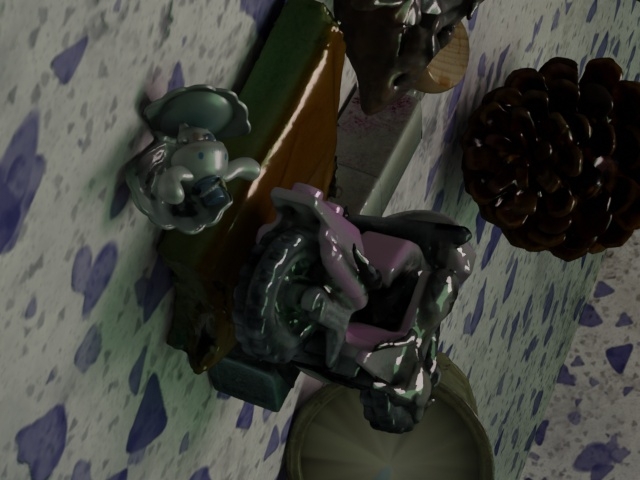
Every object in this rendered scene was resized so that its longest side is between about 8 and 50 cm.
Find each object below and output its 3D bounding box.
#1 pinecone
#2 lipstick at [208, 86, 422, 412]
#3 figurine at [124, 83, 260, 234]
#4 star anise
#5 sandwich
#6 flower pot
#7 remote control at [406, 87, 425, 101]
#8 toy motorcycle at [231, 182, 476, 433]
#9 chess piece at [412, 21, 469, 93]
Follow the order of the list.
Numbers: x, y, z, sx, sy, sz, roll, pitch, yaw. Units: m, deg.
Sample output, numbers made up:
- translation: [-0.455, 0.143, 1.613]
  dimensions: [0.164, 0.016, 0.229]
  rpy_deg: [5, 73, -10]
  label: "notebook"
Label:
- translation: [0.279, -0.097, 2.046]
  dimensions: [0.292, 0.246, 0.246]
  rpy_deg: [-3, 111, -63]
  label: "pinecone"
- translation: [0.000, 0.000, 1.564]
  dimensions: [0.068, 0.066, 0.317]
  rpy_deg: [83, 30, -54]
  label: "lipstick"
- translation: [-0.085, -0.052, 1.219]
  dimensions: [0.082, 0.094, 0.086]
  rpy_deg: [-37, -131, 48]
  label: "figurine"
- translation: [0.062, -0.231, 1.408]
  dimensions: [0.198, 0.111, 0.257]
  rpy_deg: [-73, 155, -48]
  label: "star anise"
- translation: [-0.052, -0.039, 1.367]
  dimensions: [0.212, 0.063, 0.245]
  rpy_deg: [-49, 152, -50]
  label: "sandwich"
- translation: [0.090, 0.203, 1.857]
  dimensions: [0.202, 0.212, 0.212]
  rpy_deg: [-47, 152, -70]
  label: "flower pot"
- translation: [0.080, -0.132, 1.734]
  dimensions: [0.067, 0.029, 0.261]
  rpy_deg: [80, 33, -55]
  label: "remote control"
- translation: [0.031, 0.035, 1.402]
  dimensions: [0.327, 0.143, 0.188]
  rpy_deg: [38, 68, -58]
  label: "toy motorcycle"
- translation: [0.109, -0.183, 1.709]
  dimensions: [0.084, 0.038, 0.083]
  rpy_deg: [-4, 95, -52]
  label: "chess piece"
